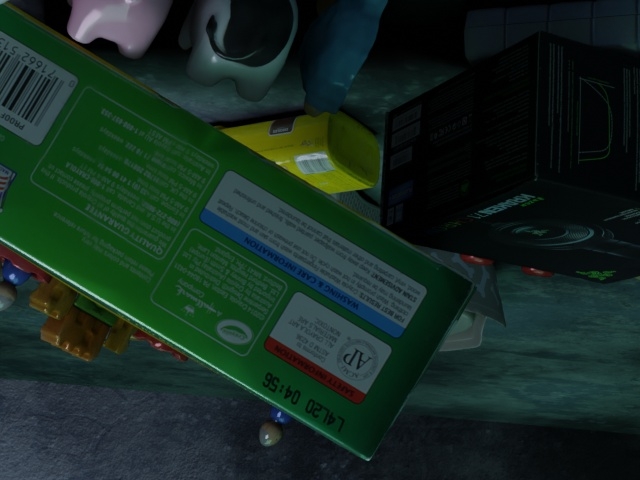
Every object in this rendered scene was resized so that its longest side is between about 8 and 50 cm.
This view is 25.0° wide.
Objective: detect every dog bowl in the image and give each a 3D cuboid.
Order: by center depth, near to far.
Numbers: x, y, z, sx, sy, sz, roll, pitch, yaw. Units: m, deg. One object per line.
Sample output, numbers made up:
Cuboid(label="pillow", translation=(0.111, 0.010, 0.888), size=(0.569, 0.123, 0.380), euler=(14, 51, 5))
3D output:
Cuboid(label="dog bowl", translation=(0.099, 0.080, 2.097), size=(0.348, 0.102, 0.349), euler=(2, 165, 1))

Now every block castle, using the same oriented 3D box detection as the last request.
Cuboid(label="block castle", translation=(-0.177, 0.080, 1.734), size=(0.303, 0.213, 0.453), euler=(23, 171, 26))

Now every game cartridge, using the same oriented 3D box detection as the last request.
Cuboid(label="game cartridge", translation=(0.285, -0.136, 1.353), size=(0.230, 0.068, 0.355), euler=(-6, 163, 17))

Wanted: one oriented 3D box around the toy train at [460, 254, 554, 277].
Cuboid(label="toy train", translation=(0.165, -0.025, 1.728), size=(0.248, 0.105, 0.143), euler=(11, 176, -25))

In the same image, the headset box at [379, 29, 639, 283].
Cuboid(label="headset box", translation=(0.236, -0.060, 1.291), size=(0.283, 0.131, 0.246), euler=(11, 164, -27))

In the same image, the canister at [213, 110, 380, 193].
Cuboid(label="canister", translation=(-0.035, -0.088, 1.566), size=(0.170, 0.073, 0.126), euler=(-7, 162, 29))

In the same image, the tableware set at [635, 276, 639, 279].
Cuboid(label="tableware set", translation=(0.496, 0.034, 1.960), size=(0.128, 0.039, 0.194), euler=(11, 163, -25))

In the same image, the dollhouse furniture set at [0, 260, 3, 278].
Cuboid(label="dollhouse furniture set", translation=(-0.445, -0.022, 1.867), size=(0.129, 0.129, 0.183), euler=(-4, -167, 26))

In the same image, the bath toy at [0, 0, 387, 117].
Cuboid(label="bath toy", translation=(-0.118, -0.209, 1.047), size=(0.348, 0.151, 0.129), euler=(14, 125, -24))

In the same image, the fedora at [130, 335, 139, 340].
Cuboid(label="fedora", translation=(-0.254, 0.046, 2.023), size=(0.194, 0.194, 0.079), euler=(3, -158, -1))

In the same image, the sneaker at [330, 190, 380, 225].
Cuboid(label="sneaker", translation=(0.000, -0.001, 1.832), size=(0.151, 0.094, 0.256), euler=(-8, 153, 21))

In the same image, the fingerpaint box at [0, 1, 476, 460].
Cuboid(label="fingerpaint box", translation=(-0.116, -0.011, 1.206), size=(0.444, 0.163, 0.371), euler=(31, 179, 0))
